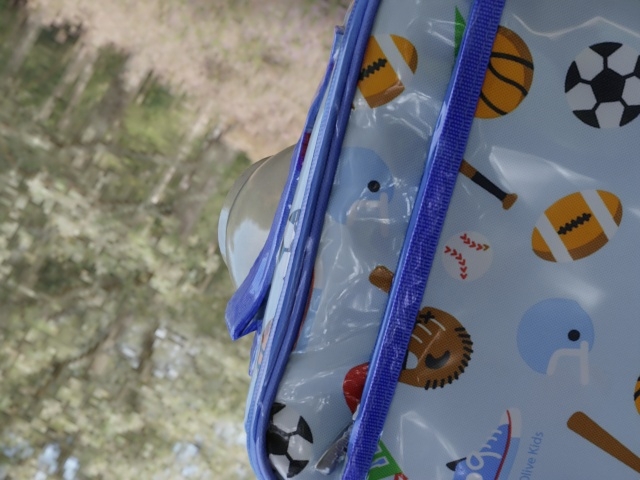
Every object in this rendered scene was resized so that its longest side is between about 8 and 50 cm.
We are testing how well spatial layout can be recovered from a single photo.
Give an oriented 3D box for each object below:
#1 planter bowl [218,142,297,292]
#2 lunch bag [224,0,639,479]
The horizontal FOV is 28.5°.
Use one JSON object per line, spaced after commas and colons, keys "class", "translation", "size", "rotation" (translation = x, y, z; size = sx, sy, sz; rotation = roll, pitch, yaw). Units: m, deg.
{"class": "planter bowl", "translation": [0.000, 0.000, 0.845], "size": [0.109, 0.162, 0.162], "rotation": [22, 174, 47]}
{"class": "lunch bag", "translation": [0.089, 0.010, 0.586], "size": [0.243, 0.303, 0.115], "rotation": [14, -168, -6]}
